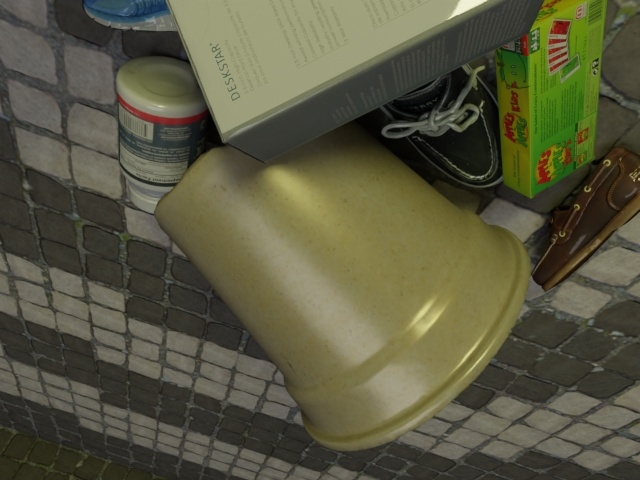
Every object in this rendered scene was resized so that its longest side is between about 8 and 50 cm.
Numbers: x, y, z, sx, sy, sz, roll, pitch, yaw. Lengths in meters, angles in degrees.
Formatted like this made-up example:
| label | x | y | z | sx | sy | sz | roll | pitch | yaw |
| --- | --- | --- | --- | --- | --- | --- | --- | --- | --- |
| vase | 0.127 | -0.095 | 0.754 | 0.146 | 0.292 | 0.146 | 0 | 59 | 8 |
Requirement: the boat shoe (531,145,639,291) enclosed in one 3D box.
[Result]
| label | x | y | z | sx | sy | sz | roll | pitch | yaw |
| --- | --- | --- | --- | --- | --- | --- | --- | --- | --- |
| boat shoe | 0.321 | -0.021 | 0.596 | 0.073 | 0.073 | 0.207 | 47 | 136 | 23 |

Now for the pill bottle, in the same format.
| label | x | y | z | sx | sy | sz | roll | pitch | yaw |
| --- | --- | --- | --- | --- | --- | --- | --- | --- | --- |
| pill bottle | -0.197 | -0.123 | 0.608 | 0.108 | 0.108 | 0.180 | 20 | 136 | -4 |

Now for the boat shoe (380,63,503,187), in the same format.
| label | x | y | z | sx | sy | sz | roll | pitch | yaw |
| --- | --- | --- | --- | --- | --- | --- | --- | --- | --- |
| boat shoe | 0.110 | -0.153 | 0.493 | 0.113 | 0.105 | 0.306 | -19 | 125 | 30 |

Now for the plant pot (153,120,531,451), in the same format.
| label | x | y | z | sx | sy | sz | roll | pitch | yaw |
| --- | --- | --- | --- | --- | --- | --- | --- | --- | --- |
| plant pot | 0.000 | 0.000 | 0.554 | 0.305 | 0.334 | 0.334 | 46 | 129 | -13 |

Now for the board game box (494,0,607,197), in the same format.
| label | x | y | z | sx | sy | sz | roll | pitch | yaw |
| --- | --- | --- | --- | --- | --- | --- | --- | --- | --- |
| board game box | 0.227 | -0.142 | 0.482 | 0.092 | 0.043 | 0.181 | -30 | 129 | -10 |

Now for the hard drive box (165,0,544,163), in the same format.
| label | x | y | z | sx | sy | sz | roll | pitch | yaw |
| --- | --- | --- | --- | --- | --- | --- | --- | --- | --- |
| hard drive box | 0.011 | -0.192 | 0.355 | 0.232 | 0.089 | 0.181 | -23 | 84 | 11 |

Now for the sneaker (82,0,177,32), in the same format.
| label | x | y | z | sx | sy | sz | roll | pitch | yaw |
| --- | --- | --- | --- | --- | --- | --- | --- | --- | --- |
| sneaker | -0.173 | -0.261 | 0.515 | 0.162 | 0.063 | 0.073 | 4 | 117 | 7 |
